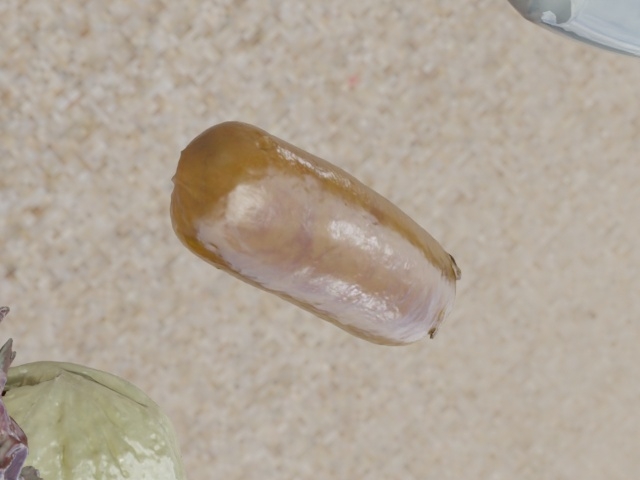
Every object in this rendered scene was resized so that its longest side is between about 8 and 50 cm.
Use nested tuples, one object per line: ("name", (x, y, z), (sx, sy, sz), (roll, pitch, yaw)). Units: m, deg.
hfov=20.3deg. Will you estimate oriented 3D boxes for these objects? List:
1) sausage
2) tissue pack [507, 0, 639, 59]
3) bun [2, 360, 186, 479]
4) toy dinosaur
("sausage", (-0.001, 0.002, 1.223), (0.109, 0.109, 0.270), (-46, 141, 12))
("tissue pack", (0.235, -0.297, 1.330), (0.236, 0.333, 0.229), (3, 134, -27))
("bun", (-0.210, 0.156, 1.246), (0.220, 0.134, 0.220), (-10, -170, 2))
("toy dinosaur", (-0.167, 0.102, 0.918), (0.032, 0.220, 0.108), (-9, 125, -2))
